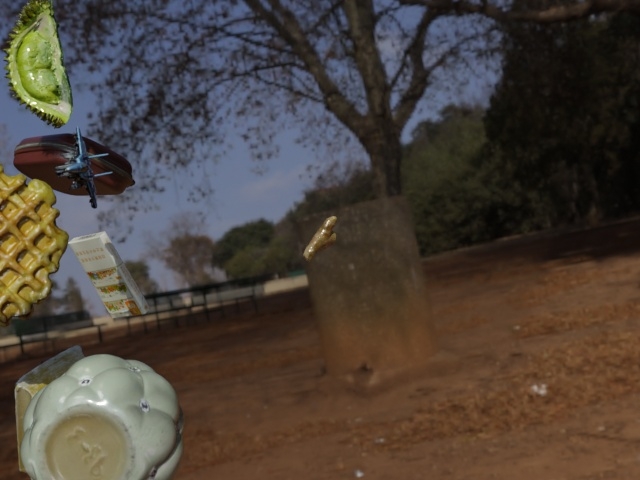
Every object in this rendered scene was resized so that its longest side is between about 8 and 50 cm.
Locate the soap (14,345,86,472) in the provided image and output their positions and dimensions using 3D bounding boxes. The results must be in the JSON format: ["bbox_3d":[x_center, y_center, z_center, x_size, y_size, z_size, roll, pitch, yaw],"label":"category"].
[{"bbox_3d":[-0.551,0.371,1.750,0.089,0.274,0.173,31,39,23],"label":"soap"}]

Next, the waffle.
[{"bbox_3d":[-0.600,0.007,1.470,0.281,0.301,0.058,23,-15,-24],"label":"waffle"}]

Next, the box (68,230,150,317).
[{"bbox_3d":[-0.502,0.085,1.977,0.122,0.221,0.032,-10,25,35],"label":"box"}]

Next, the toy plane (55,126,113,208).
[{"bbox_3d":[-0.478,-0.140,1.637,0.078,0.169,0.246,-10,8,3],"label":"toy plane"}]

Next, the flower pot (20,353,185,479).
[{"bbox_3d":[-0.320,0.293,1.235,0.246,0.246,0.195,-10,0,2],"label":"flower pot"}]

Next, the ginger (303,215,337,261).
[{"bbox_3d":[0.000,0.000,1.463,0.030,0.097,0.048,22,-22,30],"label":"ginger"}]

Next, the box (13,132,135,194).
[{"bbox_3d":[-0.725,-0.218,2.420,0.403,0.108,0.263,3,-21,45],"label":"box"}]

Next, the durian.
[{"bbox_3d":[-0.726,-0.458,2.175,0.169,0.352,0.158,-10,-2,11],"label":"durian"}]
